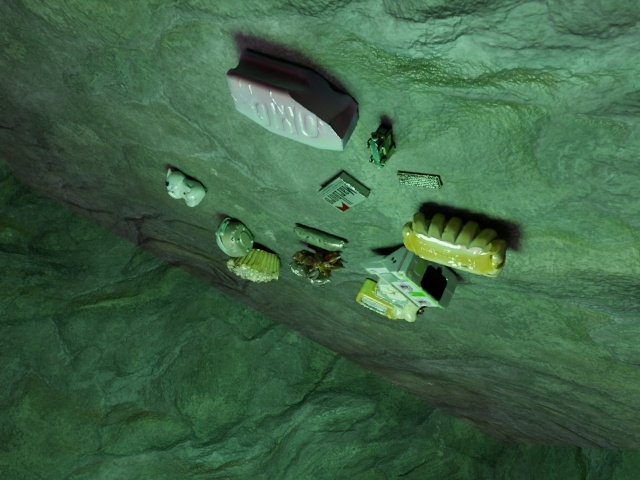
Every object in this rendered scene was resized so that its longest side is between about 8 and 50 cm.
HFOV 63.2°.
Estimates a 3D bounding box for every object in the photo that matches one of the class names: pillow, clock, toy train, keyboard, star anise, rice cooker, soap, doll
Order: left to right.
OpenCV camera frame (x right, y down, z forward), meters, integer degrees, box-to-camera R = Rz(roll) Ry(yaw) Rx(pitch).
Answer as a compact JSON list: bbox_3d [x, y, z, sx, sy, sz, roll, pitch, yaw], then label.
[{"bbox_3d":[-0.587,-0.225,2.235,0.181,0.106,0.110,29,150,-2],"label":"doll"},{"bbox_3d":[-0.401,-0.009,2.440,0.127,0.145,0.206,2,143,26],"label":"rice cooker"},{"bbox_3d":[-0.068,-0.354,1.360,0.324,0.109,0.192,21,157,15],"label":"soap"},{"bbox_3d":[-0.049,0.154,2.469,0.212,0.073,0.197,31,161,-14],"label":"star anise"},{"bbox_3d":[0.001,0.001,2.112,0.241,0.051,0.093,16,155,21],"label":"pillow"},{"bbox_3d":[0.002,0.084,2.216,0.213,0.111,0.196,28,164,-20],"label":"star anise"},{"bbox_3d":[0.268,0.262,2.311,0.202,0.096,0.143,26,161,8],"label":"clock"},{"bbox_3d":[0.160,-0.244,1.366,0.050,0.081,0.122,28,158,26],"label":"toy train"},{"bbox_3d":[0.303,0.143,1.920,0.235,0.166,0.310,39,157,-25],"label":"clock"},{"bbox_3d":[0.278,-0.170,1.473,0.130,0.015,0.049,13,153,34],"label":"keyboard"}]

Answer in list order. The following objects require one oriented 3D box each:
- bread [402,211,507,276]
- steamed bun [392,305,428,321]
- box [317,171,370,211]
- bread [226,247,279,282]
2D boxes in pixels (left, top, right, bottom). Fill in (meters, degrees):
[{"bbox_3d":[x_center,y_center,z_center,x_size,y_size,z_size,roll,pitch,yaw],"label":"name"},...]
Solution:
[{"bbox_3d":[0.399,-0.001,1.558,0.312,0.121,0.172,19,152,22],"label":"bread"},{"bbox_3d":[0.361,0.250,2.096,0.172,0.155,0.140,18,157,26],"label":"steamed bun"},{"bbox_3d":[0.075,-0.157,1.709,0.115,0.035,0.177,34,157,-14],"label":"box"},{"bbox_3d":[-0.330,0.124,2.604,0.275,0.149,0.274,15,165,4],"label":"bread"}]
